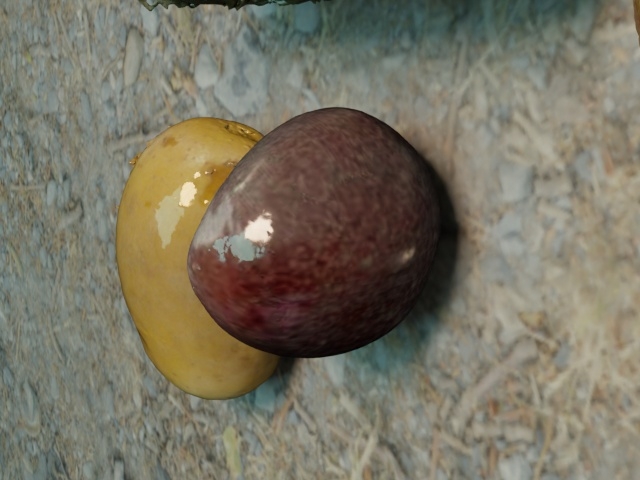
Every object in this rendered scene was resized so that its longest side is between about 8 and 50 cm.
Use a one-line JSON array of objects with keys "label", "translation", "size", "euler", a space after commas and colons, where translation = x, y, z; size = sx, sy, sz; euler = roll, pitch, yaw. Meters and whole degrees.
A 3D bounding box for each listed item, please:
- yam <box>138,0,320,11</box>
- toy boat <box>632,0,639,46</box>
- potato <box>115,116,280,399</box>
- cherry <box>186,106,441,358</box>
[{"label": "yam", "translation": [-0.004, -0.251, 0.603], "size": [0.348, 0.241, 0.241], "euler": [5, 99, 59]}, {"label": "toy boat", "translation": [0.176, -0.048, 0.392], "size": [0.089, 0.115, 0.310], "euler": [-47, 22, 42]}, {"label": "potato", "translation": [-0.093, 0.017, 0.848], "size": [0.150, 0.146, 0.234], "euler": [-104, 22, -68]}, {"label": "cherry", "translation": [0.000, -0.003, 0.685], "size": [0.140, 0.176, 0.176], "euler": [29, 121, 19]}]
